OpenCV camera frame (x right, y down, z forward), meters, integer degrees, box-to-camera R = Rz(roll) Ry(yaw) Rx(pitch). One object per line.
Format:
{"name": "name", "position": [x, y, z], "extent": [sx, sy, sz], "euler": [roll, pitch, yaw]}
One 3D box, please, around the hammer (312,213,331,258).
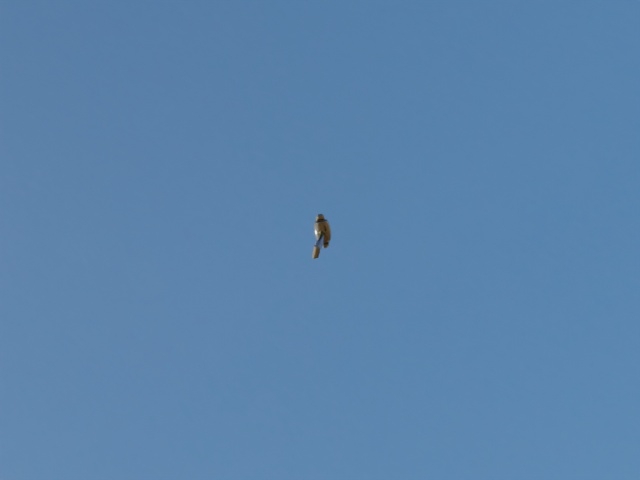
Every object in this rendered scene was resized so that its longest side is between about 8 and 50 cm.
{"name": "hammer", "position": [0.000, 0.000, 1.435], "extent": [0.014, 0.123, 0.029], "euler": [-11, -82, 3]}
